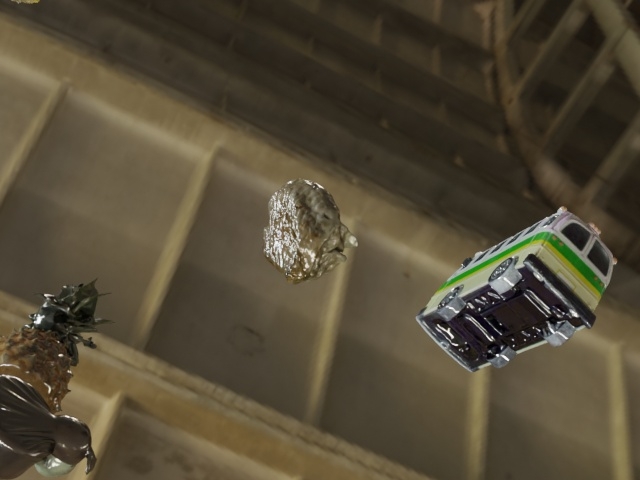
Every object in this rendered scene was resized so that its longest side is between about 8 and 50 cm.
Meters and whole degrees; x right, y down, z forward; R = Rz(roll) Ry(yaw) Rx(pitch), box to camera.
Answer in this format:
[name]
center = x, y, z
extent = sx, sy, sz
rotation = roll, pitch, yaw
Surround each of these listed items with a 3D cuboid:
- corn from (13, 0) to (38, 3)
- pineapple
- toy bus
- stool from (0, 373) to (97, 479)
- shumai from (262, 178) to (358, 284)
[corn]
center = -0.421, -0.486, 1.579
extent = 0.101, 0.101, 0.292
rotation = 14, -104, -29
[pineapple]
center = -0.459, 0.166, 1.819
extent = 0.165, 0.165, 0.364
rotation = 28, -154, -6
[toy bus]
center = 0.303, 0.078, 1.670
extent = 0.143, 0.305, 0.179
rotation = 43, -124, -7
[stool]
center = -0.389, 0.254, 1.373
extent = 0.217, 0.121, 0.125
rotation = 33, -157, -39
[shumai]
center = 0.001, -0.004, 2.076
extent = 0.185, 0.184, 0.218
rotation = 18, -165, -29
